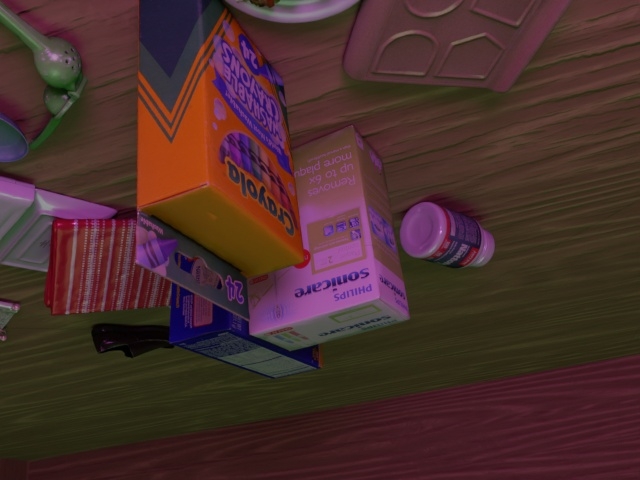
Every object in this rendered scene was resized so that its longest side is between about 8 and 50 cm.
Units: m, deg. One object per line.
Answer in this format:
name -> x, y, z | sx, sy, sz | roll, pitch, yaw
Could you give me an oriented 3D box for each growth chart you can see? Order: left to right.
growth chart -> -0.775, 0.172, 1.403 | 0.172, 0.021, 0.237 | 12, 147, -32

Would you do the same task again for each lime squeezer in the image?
lime squeezer -> -0.334, -0.187, 0.745 | 0.110, 0.058, 0.310 | -2, 154, -10

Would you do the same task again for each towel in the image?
towel -> -0.340, 0.043, 1.117 | 0.275, 0.031, 0.198 | -1, 125, -30

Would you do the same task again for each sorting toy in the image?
sorting toy -> 0.168, -0.284, 0.699 | 0.229, 0.041, 0.307 | 4, 152, -12

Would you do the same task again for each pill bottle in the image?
pill bottle -> 0.250, -0.003, 1.205 | 0.180, 0.107, 0.108 | 15, 147, -37

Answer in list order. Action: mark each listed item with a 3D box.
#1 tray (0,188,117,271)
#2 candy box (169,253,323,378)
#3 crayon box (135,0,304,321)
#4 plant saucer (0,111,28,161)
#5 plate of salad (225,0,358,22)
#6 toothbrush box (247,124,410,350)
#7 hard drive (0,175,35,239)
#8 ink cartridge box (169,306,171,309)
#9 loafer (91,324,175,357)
tray -> -0.485, -0.003, 1.109 | 0.145, 0.030, 0.270 | 15, 146, -39
candy box -> -0.116, 0.078, 1.095 | 0.122, 0.268, 0.317 | -14, 154, 22
crayon box -> -0.104, -0.097, 0.680 | 0.083, 0.322, 0.203 | -16, 153, 18
plant saucer -> -0.445, -0.145, 0.824 | 0.119, 0.021, 0.119 | 3, 151, 2
plate of salad -> -0.026, -0.285, 0.623 | 0.200, 0.048, 0.200 | -2, 153, -1
toothbrush box -> 0.000, 0.000, 0.950 | 0.206, 0.283, 0.122 | -18, 152, 23
hard drive -> -0.618, -0.066, 0.926 | 0.308, 0.040, 0.203 | 16, 147, -40
ink cartridge box -> -0.240, 0.114, 1.343 | 0.148, 0.085, 0.203 | -9, 153, 3
loafer -> -0.472, 0.266, 1.600 | 0.220, 0.078, 0.080 | 6, 151, -25
